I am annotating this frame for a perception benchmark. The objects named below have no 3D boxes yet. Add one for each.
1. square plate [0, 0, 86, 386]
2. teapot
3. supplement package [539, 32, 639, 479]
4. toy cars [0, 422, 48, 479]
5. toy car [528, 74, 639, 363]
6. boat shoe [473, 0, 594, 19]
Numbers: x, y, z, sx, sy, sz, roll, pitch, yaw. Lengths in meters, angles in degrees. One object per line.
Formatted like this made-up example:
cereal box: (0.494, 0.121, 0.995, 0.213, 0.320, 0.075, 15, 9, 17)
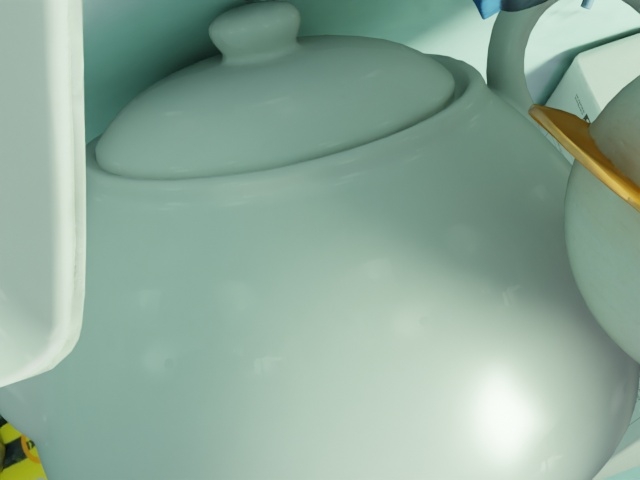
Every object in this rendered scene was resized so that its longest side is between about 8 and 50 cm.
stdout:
square plate: (-0.198, -0.058, 0.243, 0.347, 0.049, 0.344, -16, 141, -21)
teapot: (0.000, 0.000, 0.718, 0.252, 0.187, 0.256, -1, -160, 28)
supplement package: (0.210, 0.006, 1.032, 0.177, 0.175, 0.293, -19, 166, -13)
toy cars: (-0.243, 0.169, 1.158, 0.393, 0.087, 0.176, -18, 165, -15)
toy car: (0.167, 0.011, 0.600, 0.238, 0.210, 0.219, 13, 114, -31)
boat shoe: (0.064, -0.126, 0.473, 0.089, 0.109, 0.258, -20, 168, 1)
